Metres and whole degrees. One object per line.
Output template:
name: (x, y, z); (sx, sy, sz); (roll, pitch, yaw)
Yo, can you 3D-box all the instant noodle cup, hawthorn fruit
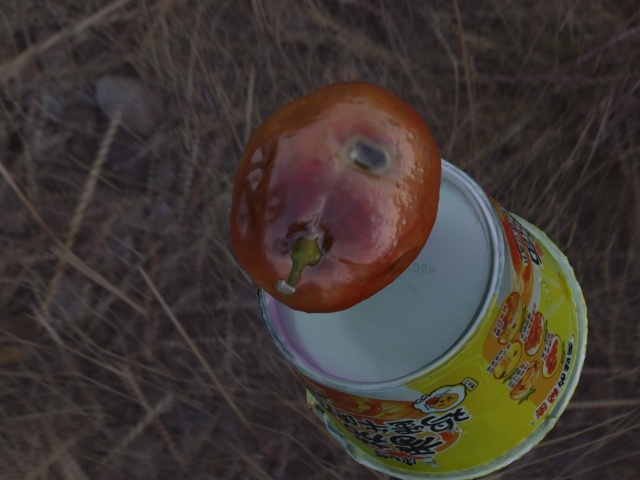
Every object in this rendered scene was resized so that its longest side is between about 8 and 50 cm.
instant noodle cup: (0.078, 0.052, 1.352); (0.264, 0.200, 0.264); (-7, 67, 17)
hawthorn fruit: (0.000, 0.000, 1.138); (0.165, 0.285, 0.165); (5, 120, 8)
